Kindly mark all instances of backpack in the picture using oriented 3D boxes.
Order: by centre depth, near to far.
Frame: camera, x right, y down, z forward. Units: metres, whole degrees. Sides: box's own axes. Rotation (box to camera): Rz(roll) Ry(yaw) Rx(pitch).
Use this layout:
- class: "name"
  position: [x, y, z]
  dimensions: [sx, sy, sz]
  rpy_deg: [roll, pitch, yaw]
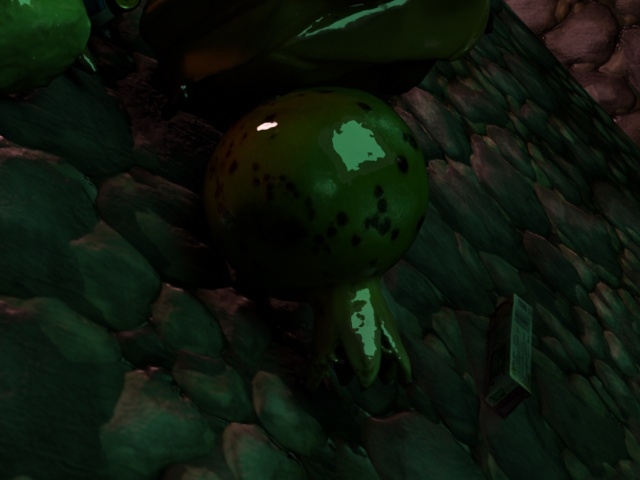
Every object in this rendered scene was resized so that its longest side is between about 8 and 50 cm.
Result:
- class: "backpack"
  position: [-0.011, -0.223, 1.082]
  dimensions: [0.378, 0.353, 0.201]
  rpy_deg: [-15, 85, -27]

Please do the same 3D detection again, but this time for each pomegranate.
- class: "pomegranate"
  position: [-0.008, -0.005, 0.951]
  dimensions: [0.231, 0.230, 0.286]
  rpy_deg: [-12, 104, -59]

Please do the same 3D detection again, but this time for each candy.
- class: "candy"
  position: [-0.342, -0.293, 0.908]
  dimensions: [0.344, 0.132, 0.142]
  rpy_deg: [56, 10, 15]

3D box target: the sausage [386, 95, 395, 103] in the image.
- class: "sausage"
  position: [-0.025, -0.301, 1.404]
  dimensions: [0.330, 0.102, 0.102]
  rpy_deg: [41, 27, -13]

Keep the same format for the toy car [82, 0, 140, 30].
- class: "toy car"
  position: [-0.199, -0.309, 1.040]
  dimensions: [0.100, 0.191, 0.097]
  rpy_deg: [55, -13, -27]

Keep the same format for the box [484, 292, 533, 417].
- class: "box"
  position: [0.237, 0.139, 1.230]
  dimensions: [0.041, 0.050, 0.207]
  rpy_deg: [39, 28, -8]

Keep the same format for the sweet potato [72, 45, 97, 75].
- class: "sweet potato"
  position: [-0.294, -0.252, 0.995]
  dimensions: [0.065, 0.051, 0.218]
  rpy_deg: [-29, 82, -19]
